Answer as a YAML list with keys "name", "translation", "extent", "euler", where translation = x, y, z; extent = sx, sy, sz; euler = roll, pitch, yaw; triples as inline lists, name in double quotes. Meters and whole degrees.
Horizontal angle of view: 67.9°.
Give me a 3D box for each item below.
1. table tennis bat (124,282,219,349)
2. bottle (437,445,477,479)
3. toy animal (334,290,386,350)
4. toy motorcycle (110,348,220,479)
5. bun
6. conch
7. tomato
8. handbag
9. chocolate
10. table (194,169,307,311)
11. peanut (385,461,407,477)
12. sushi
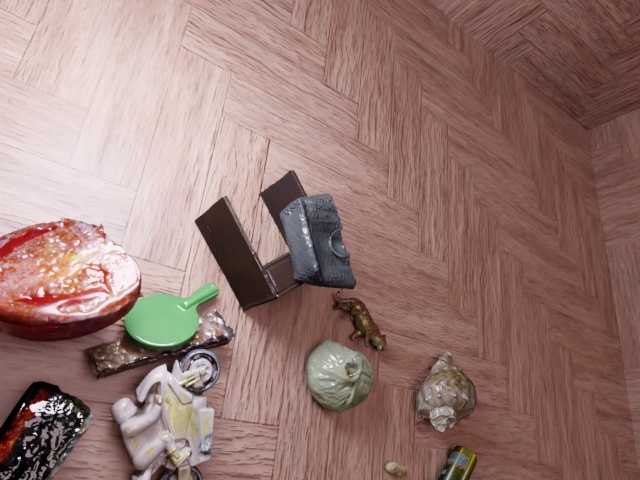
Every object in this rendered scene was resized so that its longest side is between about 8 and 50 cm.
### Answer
- name: "table tennis bat"
  translation: [-0.341, 0.169, 1.133]
  extent: [0.160, 0.039, 0.257]
  euler: [35, 38, 16]
- name: "bottle"
  translation: [0.394, 0.774, 1.469]
  extent: [0.286, 0.082, 0.082]
  euler: [-41, 100, -39]
- name: "toy animal"
  translation: [0.123, 0.253, 1.475]
  extent: [0.099, 0.057, 0.241]
  euler: [-34, 94, -46]
- name: "toy motorcycle"
  translation: [-0.338, 0.406, 1.027]
  extent: [0.223, 0.108, 0.340]
  euler: [9, 78, -26]
- name: "bun"
  translation: [0.067, 0.373, 1.339]
  extent: [0.212, 0.126, 0.204]
  euler: [-9, 81, -40]
- name: "conch"
  translation: [0.430, 0.496, 1.547]
  extent: [0.210, 0.159, 0.291]
  euler: [43, 51, -15]
- name: "tomato"
  translation: [-0.524, 0.109, 0.963]
  extent: [0.309, 0.170, 0.309]
  euler: [7, 43, -6]
- name: "handbag"
  translation: [0.000, 0.000, 1.207]
  extent: [0.175, 0.088, 0.270]
  euler: [-1, 72, -44]
- name: "chocolate"
  translation: [-0.361, 0.243, 1.099]
  extent: [0.329, 0.065, 0.102]
  euler: [-9, 44, -40]
- name: "table"
  translation: [-0.137, -0.003, 1.275]
  extent: [0.250, 0.196, 0.282]
  euler: [-28, 91, -39]
- name: "peanut"
  translation: [0.227, 0.680, 1.409]
  extent: [0.083, 0.037, 0.037]
  euler: [38, 55, -26]
- name: "sushi"
  translation: [-0.532, 0.382, 0.880]
  extent: [0.126, 0.136, 0.225]
  euler: [39, 48, -23]
